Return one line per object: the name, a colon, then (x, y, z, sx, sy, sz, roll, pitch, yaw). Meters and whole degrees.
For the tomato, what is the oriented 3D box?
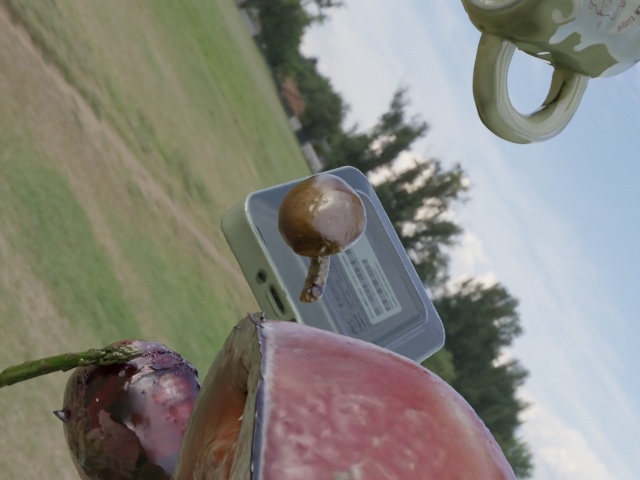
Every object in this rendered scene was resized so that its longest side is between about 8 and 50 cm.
tomato: (0.012, 0.146, 0.416, 0.181, 0.155, 0.214, 116, -14, -47)

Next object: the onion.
onion: (-0.222, 0.240, 1.303, 0.252, 0.219, 0.252, 33, -47, 45)

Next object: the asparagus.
asparagus: (-0.322, 0.156, 1.241, 0.034, 0.236, 0.027, 38, 45, -52)

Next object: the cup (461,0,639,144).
cup: (0.246, -0.253, 1.111, 0.202, 0.255, 0.173, 12, 34, -39)

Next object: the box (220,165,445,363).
box: (0.036, 0.067, 1.648, 0.373, 0.090, 0.367, -22, 82, -55)

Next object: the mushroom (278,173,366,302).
mushroom: (-0.001, -0.002, 0.961, 0.073, 0.088, 0.130, 11, 86, -82)
